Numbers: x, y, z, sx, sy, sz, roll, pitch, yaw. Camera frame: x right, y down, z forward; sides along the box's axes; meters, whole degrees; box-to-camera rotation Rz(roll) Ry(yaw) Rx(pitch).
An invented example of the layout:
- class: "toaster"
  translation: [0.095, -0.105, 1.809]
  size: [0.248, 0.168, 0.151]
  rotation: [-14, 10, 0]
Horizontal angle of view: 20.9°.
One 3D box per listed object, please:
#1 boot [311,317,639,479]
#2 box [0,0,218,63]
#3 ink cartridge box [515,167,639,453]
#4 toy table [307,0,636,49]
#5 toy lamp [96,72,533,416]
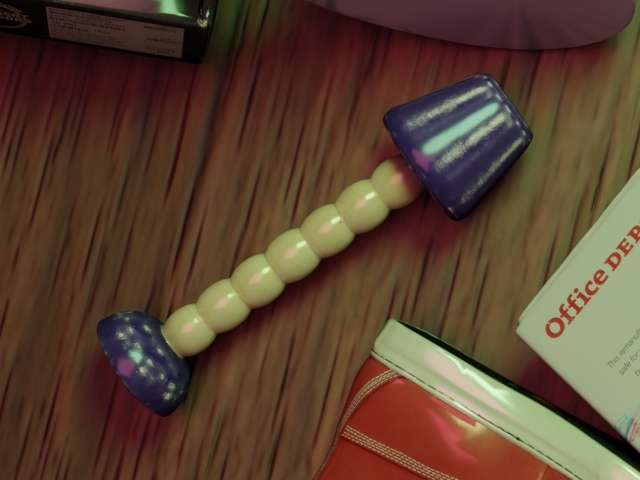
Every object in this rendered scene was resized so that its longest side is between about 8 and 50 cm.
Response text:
- class: "boot"
  translation: [0.101, 0.176, 0.970]
  size: [0.244, 0.088, 0.176]
  rotation: [29, 92, 21]
- class: "box"
  translation: [-0.238, -0.292, 1.031]
  size: [0.394, 0.097, 0.318]
  rotation: [9, 79, -4]
- class: "ink cartridge box"
  translation: [0.214, 0.058, 0.934]
  size: [0.175, 0.072, 0.127]
  rotation: [45, 109, 23]
- class: "toy table"
  translation: [0.057, -0.223, 0.959]
  size: [0.252, 0.274, 0.161]
  rotation: [-11, 68, 45]
- class: "toy lamp"
  translation: [0.000, 0.000, 1.017]
  size: [0.274, 0.080, 0.080]
  rotation: [-35, 77, 10]
